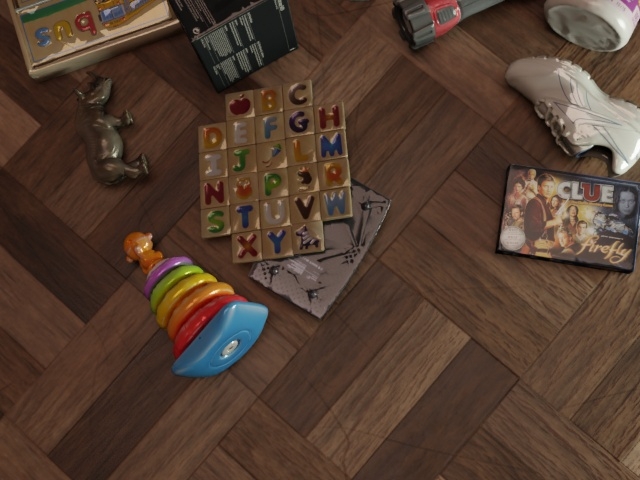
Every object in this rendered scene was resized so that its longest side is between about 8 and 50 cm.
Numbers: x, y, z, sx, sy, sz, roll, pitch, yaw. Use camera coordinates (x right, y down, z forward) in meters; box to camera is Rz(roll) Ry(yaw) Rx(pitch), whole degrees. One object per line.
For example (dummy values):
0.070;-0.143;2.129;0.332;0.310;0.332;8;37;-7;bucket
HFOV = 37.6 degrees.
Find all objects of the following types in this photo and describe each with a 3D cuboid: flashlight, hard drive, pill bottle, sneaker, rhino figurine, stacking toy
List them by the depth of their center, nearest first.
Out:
-0.256;0.093;1.687;0.302;0.166;0.175;44;99;21;stacking toy
0.459;-0.229;1.698;0.297;0.111;0.129;33;79;10;sneaker
0.545;-0.514;1.718;0.169;0.169;0.301;27;83;8;pill bottle
0.000;0.000;1.721;0.172;0.054;0.254;30;83;8;hard drive
0.289;-0.464;1.768;0.304;0.103;0.103;-26;75;-6;flashlight
-0.408;-0.215;1.778;0.106;0.073;0.243;-20;78;-3;rhino figurine

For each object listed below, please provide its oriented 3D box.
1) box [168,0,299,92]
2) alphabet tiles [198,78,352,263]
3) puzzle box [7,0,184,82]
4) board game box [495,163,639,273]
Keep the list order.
-0.150;-0.390;1.695;0.184;0.261;0.103;-27;79;-2;box
-0.088;-0.131;1.735;0.285;0.011;0.342;-8;71;11;alphabet tiles
-0.410;-0.500;1.839;0.409;0.052;0.272;-20;80;0;puzzle box
0.451;-0.040;1.704;0.243;0.042;0.165;8;80;5;board game box
